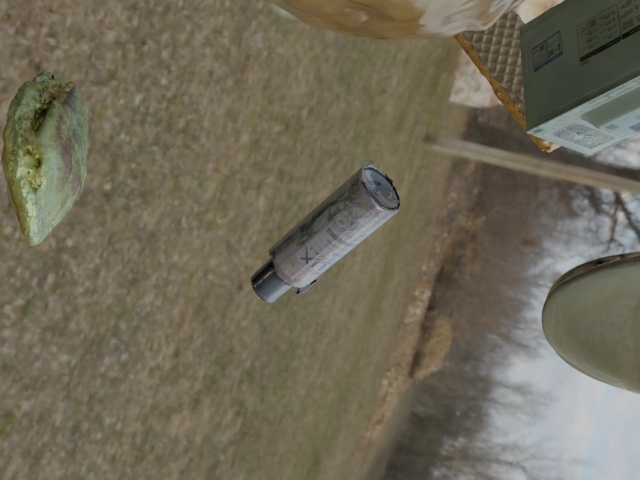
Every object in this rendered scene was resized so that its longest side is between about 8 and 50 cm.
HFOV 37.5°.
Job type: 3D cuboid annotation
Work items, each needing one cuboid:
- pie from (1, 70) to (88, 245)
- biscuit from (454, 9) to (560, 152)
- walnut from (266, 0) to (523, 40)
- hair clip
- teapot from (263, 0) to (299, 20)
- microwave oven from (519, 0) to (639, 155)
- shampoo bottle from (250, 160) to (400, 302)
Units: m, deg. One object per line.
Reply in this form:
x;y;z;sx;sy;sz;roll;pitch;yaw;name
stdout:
-0.350;-0.113;1.221;0.248;0.089;0.201;-92;-172;-54;pie
0.256;-0.294;1.376;0.094;0.379;0.054;-32;162;0;biscuit
0.052;-0.239;0.457;0.285;0.285;0.296;90;16;-63;walnut
0.329;0.081;0.874;0.113;0.282;0.173;6;87;-59;hair clip
0.027;-0.290;0.909;0.318;0.219;0.149;-158;-122;-72;teapot
0.338;-0.200;1.042;0.208;0.122;0.162;-25;-121;51;microwave oven
0.000;0.000;1.096;0.214;0.072;0.072;-40;-168;32;shampoo bottle
